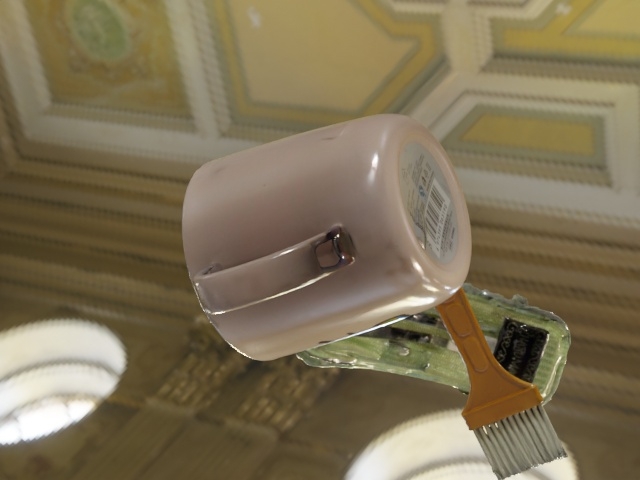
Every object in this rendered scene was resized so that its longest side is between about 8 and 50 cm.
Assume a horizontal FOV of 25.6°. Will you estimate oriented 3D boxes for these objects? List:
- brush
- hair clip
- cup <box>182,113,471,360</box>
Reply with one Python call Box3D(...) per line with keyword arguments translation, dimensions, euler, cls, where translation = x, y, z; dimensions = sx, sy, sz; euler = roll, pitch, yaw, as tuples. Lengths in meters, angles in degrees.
Box3D(translation=(0.157, 0.104, 1.482), dimensions=(0.090, 0.017, 0.314), euler=(-25, -85, 19), cls="brush")
Box3D(translation=(0.120, 0.101, 1.619), dimensions=(0.321, 0.091, 0.138), euler=(15, -84, -11), cls="hair clip")
Box3D(translation=(0.000, 0.000, 1.220), dimensions=(0.200, 0.253, 0.191), euler=(-17, -84, 29), cls="cup")
